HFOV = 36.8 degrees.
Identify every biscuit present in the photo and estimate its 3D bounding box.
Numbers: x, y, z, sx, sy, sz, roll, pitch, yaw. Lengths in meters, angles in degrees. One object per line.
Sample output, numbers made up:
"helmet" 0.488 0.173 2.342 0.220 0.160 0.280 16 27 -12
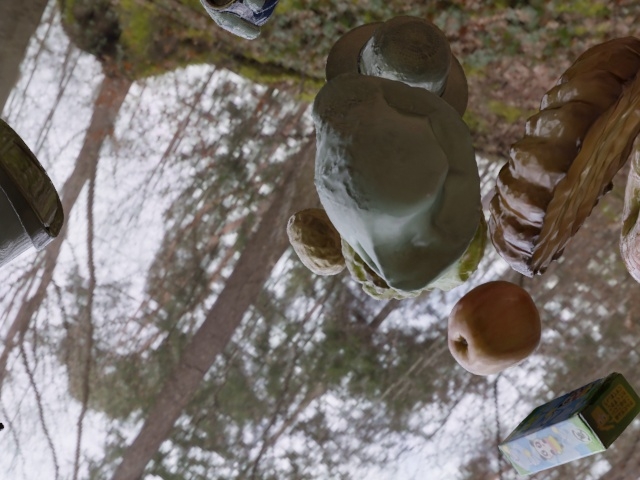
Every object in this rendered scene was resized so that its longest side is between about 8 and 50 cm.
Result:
"biscuit" 0.312 -0.108 1.197 0.107 0.326 0.325 31 -149 20

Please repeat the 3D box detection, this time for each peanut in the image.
"peanut" 0.000 0.000 1.990 0.140 0.109 0.159 -7 -128 -51

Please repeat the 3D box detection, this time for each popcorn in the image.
"popcorn" 0.137 -0.011 1.442 0.183 0.221 0.204 5 -122 -65

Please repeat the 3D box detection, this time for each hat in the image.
"hat" 0.143 -0.300 1.607 0.257 0.130 0.257 4 -116 -9

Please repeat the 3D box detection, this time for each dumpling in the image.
"dumpling" 0.068 -0.064 0.886 0.219 0.152 0.108 66 -167 8

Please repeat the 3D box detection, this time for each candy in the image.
"candy" 0.330 0.247 1.278 0.097 0.194 0.062 -36 -95 -32

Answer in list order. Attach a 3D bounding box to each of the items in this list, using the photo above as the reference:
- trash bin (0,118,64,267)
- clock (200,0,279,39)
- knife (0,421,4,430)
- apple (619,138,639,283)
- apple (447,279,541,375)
"trash bin" -0.580 -0.041 1.596 0.219 0.250 0.220 53 -177 -16
"clock" -0.083 -0.439 1.447 0.146 0.243 0.199 21 -153 -48
"knife" -0.373 0.105 0.905 0.222 0.045 0.021 66 168 -24
"apple" 0.762 -0.072 1.836 0.346 0.391 0.391 6 -143 3
"apple" 0.326 0.171 1.829 0.199 0.199 0.199 23 -144 -18
